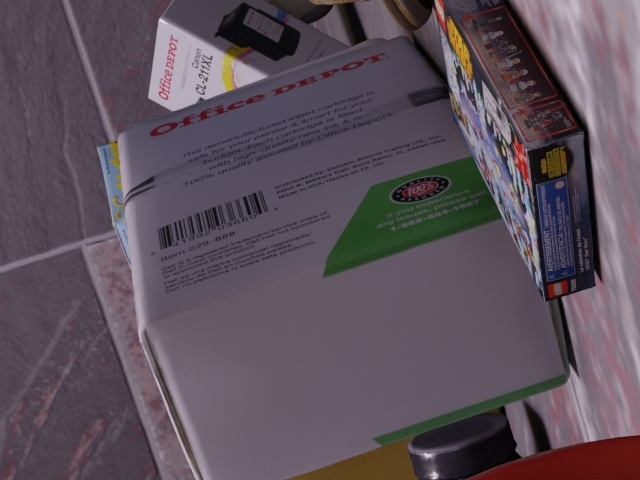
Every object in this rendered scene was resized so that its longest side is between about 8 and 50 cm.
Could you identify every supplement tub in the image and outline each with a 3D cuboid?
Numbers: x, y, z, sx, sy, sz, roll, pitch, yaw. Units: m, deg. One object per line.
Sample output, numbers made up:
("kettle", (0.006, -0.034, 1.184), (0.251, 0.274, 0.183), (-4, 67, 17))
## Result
("supplement tub", (0.120, 0.218, 0.992), (0.106, 0.106, 0.198), (-126, 19, -83))

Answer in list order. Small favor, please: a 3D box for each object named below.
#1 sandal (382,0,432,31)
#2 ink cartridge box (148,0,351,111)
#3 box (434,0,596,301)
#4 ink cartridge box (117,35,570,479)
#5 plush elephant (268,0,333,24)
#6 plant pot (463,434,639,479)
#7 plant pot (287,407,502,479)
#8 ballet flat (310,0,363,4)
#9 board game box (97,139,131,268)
("sandal", (0.034, -0.179, 0.796), (0.180, 0.049, 0.072), (50, -157, -55))
("ink cartridge box", (-0.057, -0.141, 1.297), (0.072, 0.175, 0.127), (-59, -5, -29))
("box", (0.086, -0.052, 0.673), (0.137, 0.027, 0.094), (-110, 4, -46))
("ink cartridge box", (0.000, 0.000, 0.884), (0.289, 0.211, 0.121), (-110, 1, -64))
("plush elephant", (-0.152, -0.336, 1.354), (0.272, 0.255, 0.330), (-112, 5, -59))
("plant pot", (0.086, 0.156, 0.354), (0.191, 0.191, 0.174), (75, -176, -47))
("plant pot", (0.033, 0.106, 1.190), (0.187, 0.212, 0.212), (59, -176, -30))
("ballet flat", (-0.010, -0.242, 1.023), (0.073, 0.067, 0.206), (69, -178, -54))
("board game box", (-0.082, -0.052, 1.597), (0.144, 0.275, 0.142), (-111, 4, -48))
